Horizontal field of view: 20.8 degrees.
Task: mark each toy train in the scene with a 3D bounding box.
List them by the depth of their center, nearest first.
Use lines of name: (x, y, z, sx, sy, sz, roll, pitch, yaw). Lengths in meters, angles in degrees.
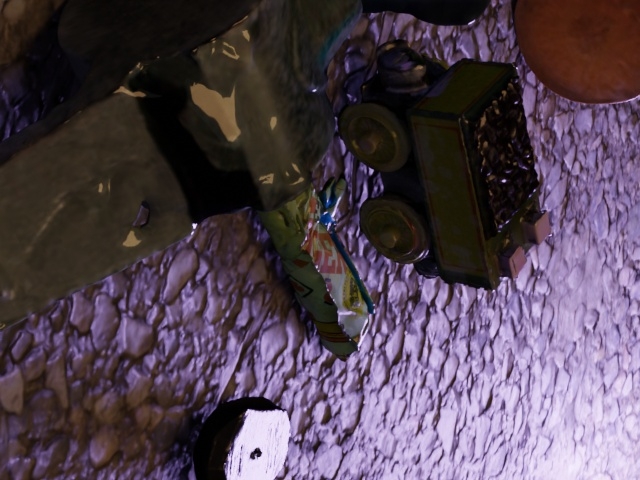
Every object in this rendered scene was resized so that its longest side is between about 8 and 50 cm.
toy train: (0.128, -0.078, 1.772, 0.134, 0.177, 0.261, -45, 133, -40)

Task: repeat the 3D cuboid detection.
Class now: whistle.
whistle: (-0.131, -0.086, 1.371, 0.405, 0.188, 0.168, -54, 139, -34)

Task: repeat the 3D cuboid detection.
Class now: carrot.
carrot: (0.366, -0.286, 2.082, 0.254, 0.196, 0.196, -40, 130, -53)

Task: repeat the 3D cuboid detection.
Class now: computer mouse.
computer mouse: (-0.079, 0.198, 1.647, 0.172, 0.057, 0.099, -9, 104, -67)

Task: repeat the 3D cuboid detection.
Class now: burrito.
burrito: (0.000, 0.000, 1.711, 0.104, 0.054, 0.288, -58, 141, -30)

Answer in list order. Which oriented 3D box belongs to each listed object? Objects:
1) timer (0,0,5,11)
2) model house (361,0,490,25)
timer: (-0.288, -0.186, 1.210, 0.178, 0.078, 0.253, 36, 68, -55)
model house: (0.036, -0.364, 1.506, 0.303, 0.237, 0.215, 51, 57, -48)
